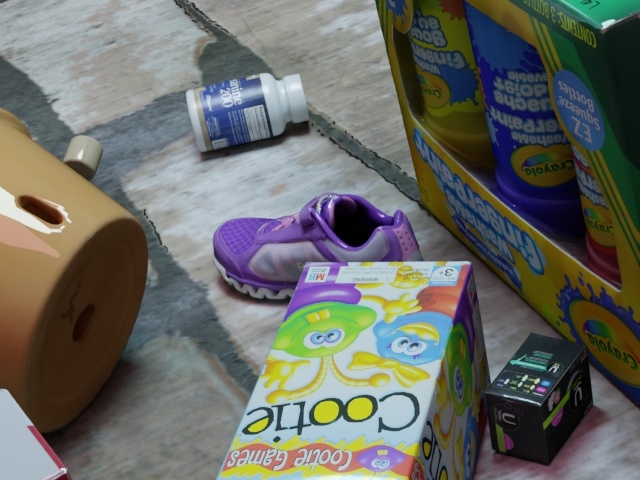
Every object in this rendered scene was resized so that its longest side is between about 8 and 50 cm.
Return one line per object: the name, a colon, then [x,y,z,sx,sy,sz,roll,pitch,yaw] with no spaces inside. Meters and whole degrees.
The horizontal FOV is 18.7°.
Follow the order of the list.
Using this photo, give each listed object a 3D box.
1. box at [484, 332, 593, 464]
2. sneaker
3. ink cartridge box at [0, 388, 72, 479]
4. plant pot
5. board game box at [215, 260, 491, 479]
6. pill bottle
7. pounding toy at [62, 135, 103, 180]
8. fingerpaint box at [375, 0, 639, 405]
box: [0.173,0.124,1.536,0.052,0.062,0.083,11,40,31]
sneaker: [0.000,0.000,1.750,0.236,0.104,0.095,12,41,35]
ink cartridge box: [-0.212,0.217,1.420,0.072,0.175,0.127,-27,35,-18]
plant pot: [-0.282,0.037,1.657,0.203,0.291,0.291,22,43,17]
board game box: [0.033,0.151,1.466,0.142,0.144,0.275,-1,35,17]
pill bottle: [-0.075,-0.136,2.019,0.120,0.067,0.067,-13,32,-1]
pounding toy: [-0.303,-0.036,1.866,0.206,0.181,0.094,-19,38,30]
fingerpaint box: [0.206,-0.118,1.610,0.163,0.371,0.445,-24,35,-13]
